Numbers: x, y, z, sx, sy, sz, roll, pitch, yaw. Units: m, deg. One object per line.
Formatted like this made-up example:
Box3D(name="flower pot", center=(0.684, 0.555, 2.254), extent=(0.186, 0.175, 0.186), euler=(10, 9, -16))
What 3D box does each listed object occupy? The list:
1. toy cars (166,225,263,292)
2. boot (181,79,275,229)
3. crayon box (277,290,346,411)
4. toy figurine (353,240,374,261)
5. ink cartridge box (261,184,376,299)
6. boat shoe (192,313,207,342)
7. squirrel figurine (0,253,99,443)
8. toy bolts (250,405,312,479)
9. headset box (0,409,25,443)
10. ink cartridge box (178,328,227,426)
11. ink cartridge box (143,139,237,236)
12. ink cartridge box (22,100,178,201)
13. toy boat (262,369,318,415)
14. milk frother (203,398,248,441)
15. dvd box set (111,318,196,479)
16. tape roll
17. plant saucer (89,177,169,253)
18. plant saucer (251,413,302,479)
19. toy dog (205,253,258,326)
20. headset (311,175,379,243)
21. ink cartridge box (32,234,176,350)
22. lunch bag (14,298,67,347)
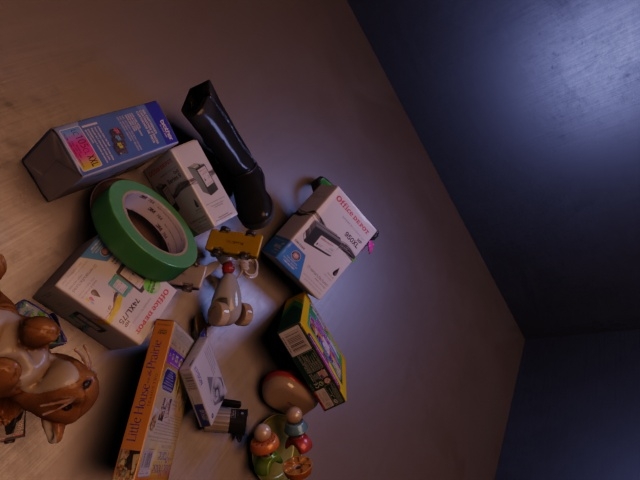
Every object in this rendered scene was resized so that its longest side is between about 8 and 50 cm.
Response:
Box3D(name="toy cars", center=(-0.374, 0.072, 1.519), extent=(0.394, 0.087, 0.176), euler=(-29, 63, -10))
Box3D(name="boot", center=(-0.324, -0.296, 1.616), extent=(0.445, 0.146, 0.367), euler=(66, 2, -47))
Box3D(name="crayon box", center=(-0.024, 0.420, 1.780), extent=(0.363, 0.106, 0.313), euler=(61, 8, -12))
Box3D(name="toy figurine", center=(0.177, 0.035, 2.207), extent=(0.173, 0.159, 0.130), euler=(-10, 84, -48))
Box3D(name="ink cartridge box", center=(0.000, 0.000, 1.898), extent=(0.395, 0.166, 0.285), euler=(-50, 116, -12))
Box3D(name="boat shoe", center=(-0.415, 0.320, 1.544), extent=(0.050, 0.045, 0.135), euler=(1, 78, -58))
Box3D(name="squirrel figurine", center=(-0.701, 0.292, 1.009), extent=(0.370, 0.397, 0.281), euler=(42, 32, -30))
Box3D(name="toy bolts", center=(-0.108, 0.690, 1.573), extent=(0.228, 0.218, 0.158), euler=(-20, 105, -56))
Box3D(name="headset box", center=(-0.768, 0.457, 1.120), extent=(0.062, 0.032, 0.083), euler=(7, 69, -46))
Box3D(name="ink cartridge box", center=(-0.360, 0.430, 1.446), extent=(0.224, 0.045, 0.223), euler=(-79, 158, -66))
Box3D(name="ink cartridge box", center=(-0.450, -0.167, 1.560), extent=(0.121, 0.211, 0.289), euler=(-38, 103, -46))
Box3D(name="ink cartridge box", center=(-0.625, -0.279, 1.361), extent=(0.395, 0.270, 0.151), euler=(-37, 107, -47))
Box3D(name="toy boat", center=(-0.119, 0.561, 1.734), extent=(0.231, 0.151, 0.151), euler=(41, 19, -31))
Box3D(name="milk frother", center=(-0.318, 0.616, 1.513), extent=(0.135, 0.129, 0.143), euler=(9, 99, -9))
Box3D(name="dvd box set", center=(-0.453, 0.469, 1.295), extent=(0.307, 0.062, 0.420), euler=(92, 5, -65))
Box3D(name="tape roll", center=(-0.507, -0.030, 1.334), extent=(0.321, 0.077, 0.321), euler=(50, 13, -16))
Box3D(name="plant saucer", center=(-0.590, -0.052, 1.430), extent=(0.310, 0.050, 0.310), euler=(42, 31, -33))
Box3D(name="plant saucer", center=(-0.164, 0.765, 1.664), extent=(0.241, 0.037, 0.241), euler=(18, 64, -43))
Box3D(name="toy dog", center=(-0.354, 0.175, 1.609), extent=(0.220, 0.161, 0.333), euler=(41, 36, -38))
Box3D(name="headset", center=(0.110, -0.145, 2.143), extent=(0.394, 0.185, 0.243), euler=(60, 20, 7))
Box3D(name="ink cartridge box", center=(-0.602, 0.151, 1.285), extent=(0.270, 0.197, 0.198), euler=(46, 47, -26))
Box3D(name="lunch bag", center=(-0.737, 0.228, 1.164), extent=(0.151, 0.129, 0.096), euler=(47, 47, -25))
